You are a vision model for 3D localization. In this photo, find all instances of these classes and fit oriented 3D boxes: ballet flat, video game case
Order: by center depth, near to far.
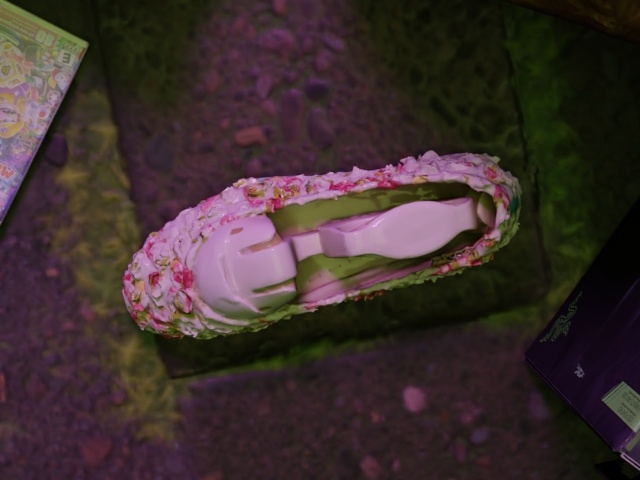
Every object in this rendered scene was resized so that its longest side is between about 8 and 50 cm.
[{"bbox_3d":[0.000,0.000,0.885,0.240,0.077,0.091,-18,97,0],"label":"ballet flat"},{"bbox_3d":[-0.199,-0.080,0.900,0.087,0.011,0.122,27,94,-5],"label":"video game case"}]

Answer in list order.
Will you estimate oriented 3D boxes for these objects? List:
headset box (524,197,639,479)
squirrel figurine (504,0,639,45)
[{"bbox_3d":[0.246,0.022,0.815,0.131,0.246,0.283,35,95,-6],"label":"headset box"},{"bbox_3d":[0.160,-0.289,0.700,0.281,0.397,0.371,19,106,2],"label":"squirrel figurine"}]
